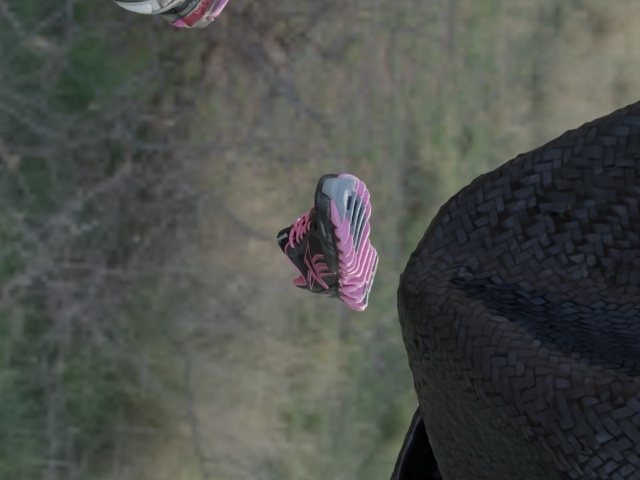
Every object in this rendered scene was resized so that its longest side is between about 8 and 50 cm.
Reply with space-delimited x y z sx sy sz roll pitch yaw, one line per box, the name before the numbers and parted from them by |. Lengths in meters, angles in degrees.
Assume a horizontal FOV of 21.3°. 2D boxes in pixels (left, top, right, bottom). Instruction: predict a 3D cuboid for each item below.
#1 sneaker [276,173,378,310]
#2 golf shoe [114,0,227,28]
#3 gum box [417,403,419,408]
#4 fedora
sneaker | 0.000 0.000 0.974 0.119 0.057 0.047 81 26 -57
golf shoe | -0.110 -0.178 0.820 0.086 0.186 0.067 13 121 -44
gum box | 0.102 0.119 0.806 0.107 0.062 0.188 23 60 -26
fedora | 0.143 0.041 0.533 0.152 0.334 0.334 53 38 -39
